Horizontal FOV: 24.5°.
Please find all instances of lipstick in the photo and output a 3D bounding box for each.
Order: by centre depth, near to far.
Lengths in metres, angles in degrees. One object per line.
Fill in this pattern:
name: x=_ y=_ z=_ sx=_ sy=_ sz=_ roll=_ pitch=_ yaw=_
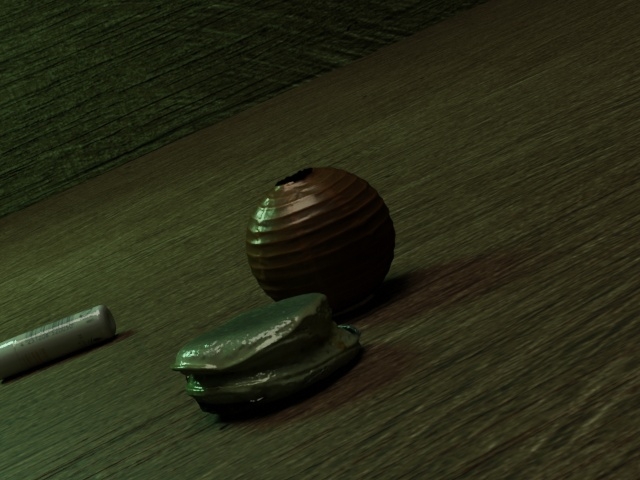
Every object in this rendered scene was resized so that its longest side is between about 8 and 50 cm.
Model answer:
lipstick: x=-0.290 y=0.110 z=1.591 sx=0.141 sy=0.040 sz=0.040 roll=-22 pitch=11 yaw=8

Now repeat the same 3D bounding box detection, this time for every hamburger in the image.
hamburger: x=-0.044 y=0.088 z=1.145 sx=0.140 sy=0.062 sz=0.133 roll=-20 pitch=7 yaw=24

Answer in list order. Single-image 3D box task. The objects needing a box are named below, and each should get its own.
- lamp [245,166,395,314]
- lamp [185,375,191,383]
lamp: x=0.000 y=0.000 z=1.302 sx=0.136 sy=0.136 sz=0.136 roll=-22 pitch=11 yaw=4
lamp: x=-0.077 y=0.099 z=1.244 sx=0.083 sy=0.031 sz=0.063 roll=-27 pitch=9 yaw=-4
